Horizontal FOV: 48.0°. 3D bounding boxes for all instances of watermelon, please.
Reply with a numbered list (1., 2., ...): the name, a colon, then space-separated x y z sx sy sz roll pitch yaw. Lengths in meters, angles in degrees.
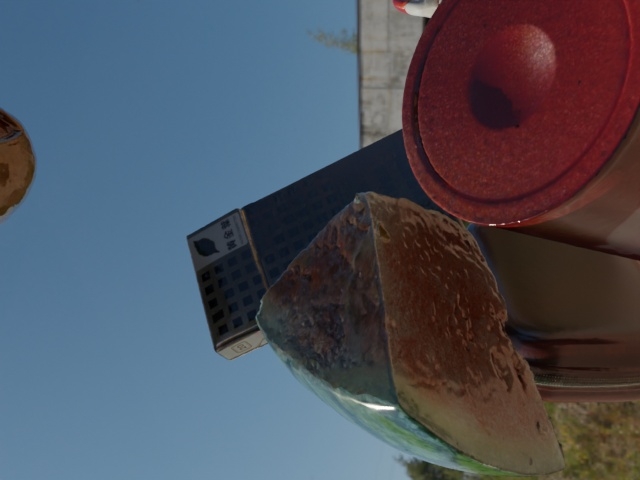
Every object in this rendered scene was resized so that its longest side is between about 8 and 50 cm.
1. watermelon: 0.091 0.079 0.624 0.213 0.262 0.201 19 -83 -40

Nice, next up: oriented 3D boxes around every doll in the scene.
1. doll: 0.247 -0.501 1.470 0.384 0.189 0.099 -103 -6 -60

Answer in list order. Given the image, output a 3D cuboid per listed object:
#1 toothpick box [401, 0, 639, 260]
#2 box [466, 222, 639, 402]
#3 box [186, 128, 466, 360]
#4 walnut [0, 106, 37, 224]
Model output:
1. toothpick box: 0.253 -0.085 0.578 0.334 0.204 0.204 10 -96 -37
2. box: 0.333 0.077 1.010 0.404 0.263 0.108 -81 -10 -63
3. box: 0.000 0.001 0.883 0.047 0.325 0.180 54 -168 -55
4. walnut: -0.461 -0.086 0.802 0.298 0.203 0.202 -10 -76 -63
